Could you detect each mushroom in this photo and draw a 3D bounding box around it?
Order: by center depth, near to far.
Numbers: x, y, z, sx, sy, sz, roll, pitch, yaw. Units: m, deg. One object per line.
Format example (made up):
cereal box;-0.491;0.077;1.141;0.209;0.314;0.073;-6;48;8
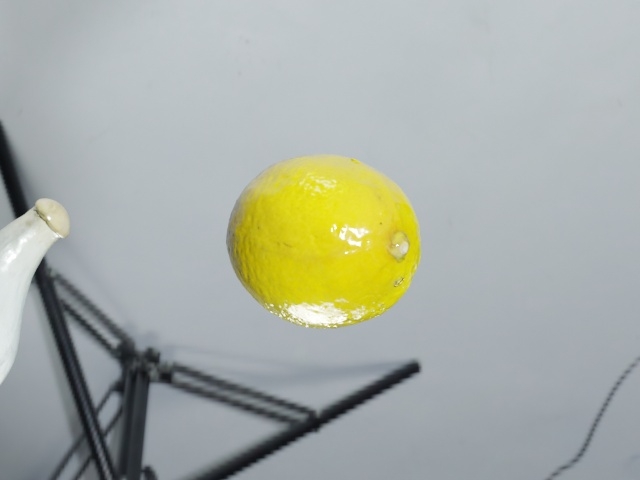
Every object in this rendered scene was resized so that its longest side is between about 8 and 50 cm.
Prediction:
mushroom;-0.421;0.064;1.684;0.118;0.270;0.103;16;168;25

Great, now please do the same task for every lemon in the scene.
lemon;0.003;0.001;1.683;0.236;0.263;0.235;-1;94;-20
